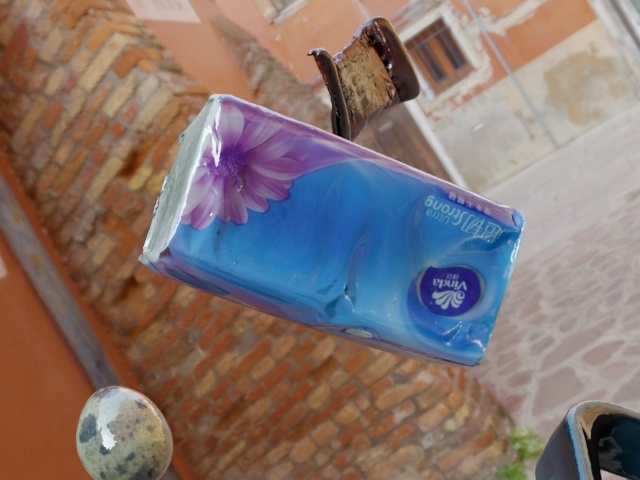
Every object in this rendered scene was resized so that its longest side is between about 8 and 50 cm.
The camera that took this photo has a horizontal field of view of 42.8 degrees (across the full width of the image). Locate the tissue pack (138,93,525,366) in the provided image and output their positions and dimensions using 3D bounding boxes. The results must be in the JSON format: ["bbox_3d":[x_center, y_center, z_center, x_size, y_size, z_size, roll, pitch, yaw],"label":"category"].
[{"bbox_3d":[0.000,0.000,0.685,0.198,0.263,0.146,175,114,-73],"label":"tissue pack"}]

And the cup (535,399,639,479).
[{"bbox_3d":[0.303,0.211,0.463,0.242,0.308,0.292,-37,14,25],"label":"cup"}]

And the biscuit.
[{"bbox_3d":[0.062,-0.245,1.242,0.063,0.151,0.235,-14,20,39],"label":"biscuit"}]

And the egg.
[{"bbox_3d":[-0.309,0.308,1.277,0.141,0.182,0.141,-27,-31,-18],"label":"egg"}]
